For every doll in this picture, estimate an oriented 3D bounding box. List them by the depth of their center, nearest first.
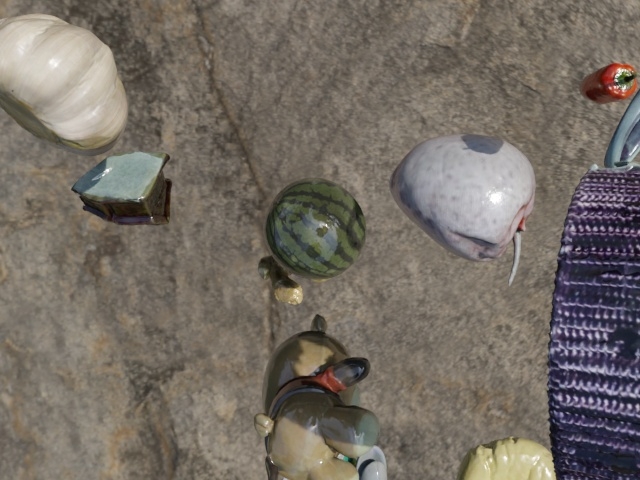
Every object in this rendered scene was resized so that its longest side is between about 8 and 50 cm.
[{"bbox_3d":[-0.019,0.266,1.082,0.174,0.330,0.235,12,102,-6],"label":"doll"},{"bbox_3d":[0.053,0.484,1.338,0.258,0.195,0.153,50,167,-13],"label":"doll"}]

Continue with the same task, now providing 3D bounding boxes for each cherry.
[{"bbox_3d":[0.336,-0.103,1.598,0.334,0.326,0.292,18,113,-6],"label":"cherry"}]

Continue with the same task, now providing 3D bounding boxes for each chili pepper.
[{"bbox_3d":[0.502,-0.272,1.219,0.071,0.272,0.064,20,97,2],"label":"chili pepper"}]

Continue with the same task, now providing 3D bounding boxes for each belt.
[{"bbox_3d":[0.246,0.078,0.532,0.122,0.325,0.260,3,65,30],"label":"belt"}]

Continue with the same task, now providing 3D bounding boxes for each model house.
[{"bbox_3d":[-0.356,-0.079,1.286,0.165,0.152,0.106,1,58,2],"label":"model house"}]

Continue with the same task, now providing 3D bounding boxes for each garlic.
[{"bbox_3d":[-0.365,-0.220,0.961,0.227,0.228,0.152,27,73,29],"label":"garlic"}]

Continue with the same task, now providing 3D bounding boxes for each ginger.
[{"bbox_3d":[-0.086,0.079,1.806,0.214,0.132,0.059,48,164,46],"label":"ginger"}]

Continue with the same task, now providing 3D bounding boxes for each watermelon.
[{"bbox_3d":[-0.009,-0.022,1.409,0.212,0.212,0.212,4,97,33],"label":"watermelon"}]

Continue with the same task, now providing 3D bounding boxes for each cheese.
[{"bbox_3d":[0.386,0.518,1.425,0.213,0.117,0.226,-6,93,5],"label":"cheese"}]

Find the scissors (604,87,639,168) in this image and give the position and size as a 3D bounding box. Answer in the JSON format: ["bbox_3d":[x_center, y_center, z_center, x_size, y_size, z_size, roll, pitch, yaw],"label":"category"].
[{"bbox_3d":[0.391,-0.263,0.687,0.029,0.256,0.384,34,150,30],"label":"scissors"}]

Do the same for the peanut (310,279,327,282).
[{"bbox_3d":[0.000,0.000,1.669,0.146,0.305,0.147,4,109,12],"label":"peanut"}]
